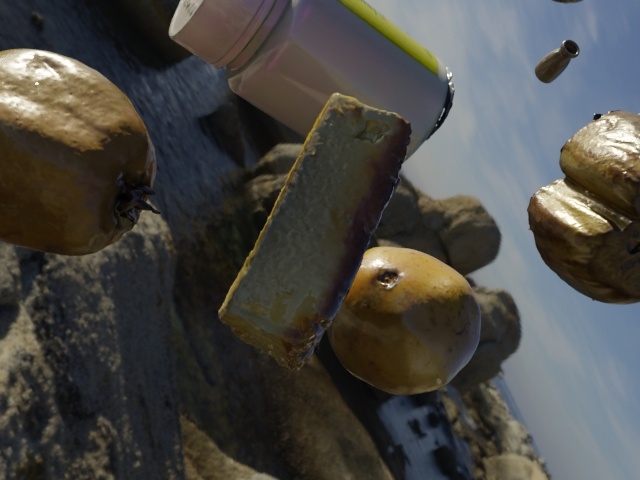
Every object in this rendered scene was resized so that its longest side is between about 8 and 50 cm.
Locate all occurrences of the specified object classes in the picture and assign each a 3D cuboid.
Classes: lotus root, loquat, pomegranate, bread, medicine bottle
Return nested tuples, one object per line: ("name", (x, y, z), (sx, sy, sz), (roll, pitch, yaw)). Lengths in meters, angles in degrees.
("lotus root", (0.495, -0.048, 1.131), (0.316, 0.316, 0.250), (61, 3, -17))
("loquat", (-0.259, -0.078, 0.669), (0.234, 0.187, 0.176), (28, -27, -4))
("pomegranate", (0.145, 0.141, 1.294), (0.307, 0.307, 0.307), (61, 9, -17))
("bread", (0.000, 0.000, 0.777), (0.114, 0.275, 0.185), (26, -14, 7))
("medicine bottle", (-0.010, -0.266, 1.018), (0.378, 0.213, 0.214), (29, 26, -27))

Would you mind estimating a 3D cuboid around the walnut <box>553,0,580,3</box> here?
("walnut", (0.630, -0.718, 1.722), (0.227, 0.283, 0.283), (44, 13, -10))

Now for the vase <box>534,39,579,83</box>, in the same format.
("vase", (0.513, -0.389, 1.521), (0.053, 0.053, 0.101), (66, -25, 12))
